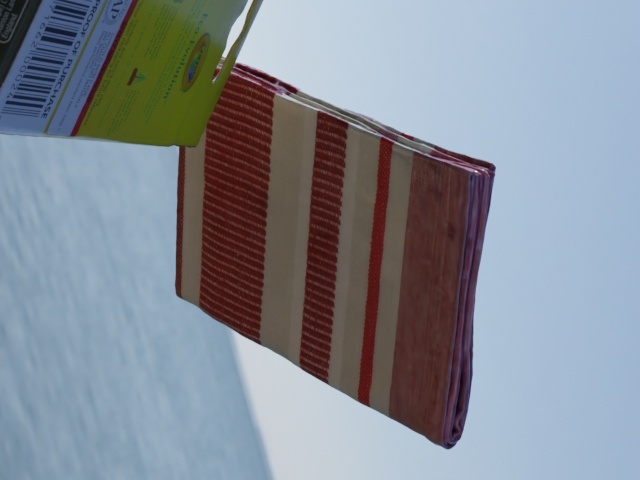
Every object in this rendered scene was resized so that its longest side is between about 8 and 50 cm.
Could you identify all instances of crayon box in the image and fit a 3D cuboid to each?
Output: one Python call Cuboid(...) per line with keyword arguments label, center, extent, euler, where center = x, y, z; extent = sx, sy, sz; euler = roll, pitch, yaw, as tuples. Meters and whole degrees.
Cuboid(label="crayon box", center=(-0.134, -0.167, 1.085), extent=(0.081, 0.202, 0.318), euler=(30, 10, 17))

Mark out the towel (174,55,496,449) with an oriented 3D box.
Cuboid(label="towel", center=(0.000, 0.000, 1.321), extent=(0.329, 0.037, 0.237), euler=(26, -58, 39))
